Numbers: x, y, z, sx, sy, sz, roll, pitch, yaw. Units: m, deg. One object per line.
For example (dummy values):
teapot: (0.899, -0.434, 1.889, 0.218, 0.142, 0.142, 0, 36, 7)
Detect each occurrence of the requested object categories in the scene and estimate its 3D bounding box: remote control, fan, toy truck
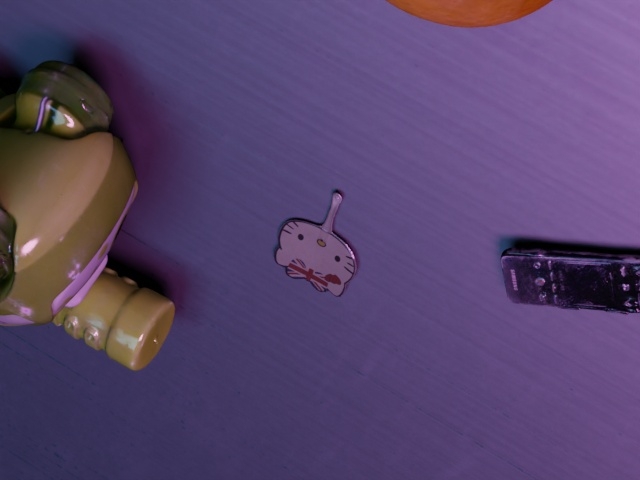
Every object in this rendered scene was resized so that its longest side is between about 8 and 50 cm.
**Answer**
remote control: (0.148, 0.021, 0.693, 0.096, 0.014, 0.039, 5, 126, 28)
fan: (0.000, 0.000, 0.775, 0.056, 0.004, 0.083, 28, 134, 11)
toy truck: (-0.199, -0.007, 0.810, 0.187, 0.148, 0.210, 17, 152, 23)

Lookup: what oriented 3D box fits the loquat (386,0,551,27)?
loquat: (0.067, -0.161, 0.520, 0.141, 0.141, 0.141, 17, 131, 21)
